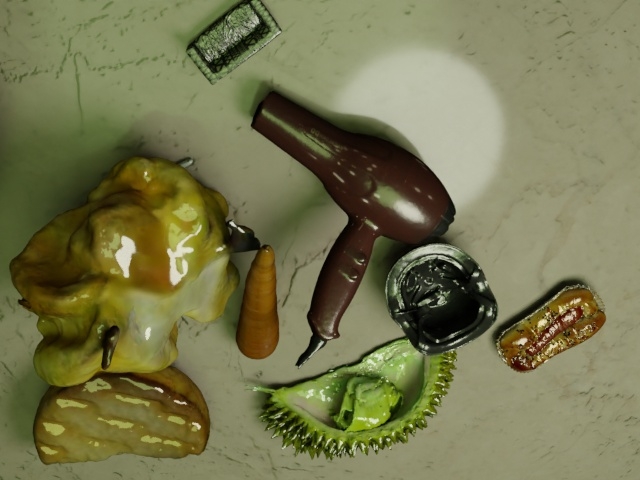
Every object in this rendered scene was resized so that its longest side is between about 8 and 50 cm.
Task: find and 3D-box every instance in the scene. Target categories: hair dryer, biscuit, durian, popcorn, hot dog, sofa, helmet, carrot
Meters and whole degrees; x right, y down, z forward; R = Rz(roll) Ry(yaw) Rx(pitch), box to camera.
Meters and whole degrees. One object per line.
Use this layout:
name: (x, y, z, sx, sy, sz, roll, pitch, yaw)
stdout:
hair dryer: (0.000, 0.000, 0.957, 0.312, 0.123, 0.340, 27, 78, -11)
biscuit: (-0.312, 0.273, 1.123, 0.274, 0.091, 0.213, 6, 117, -9)
durian: (0.069, 0.276, 1.187, 0.355, 0.157, 0.169, -17, 81, 0)
popcorn: (-0.253, 0.030, 0.937, 0.316, 0.281, 0.297, -11, 119, -47)
hot dog: (0.388, 0.151, 1.177, 0.191, 0.059, 0.108, -37, 110, 13)
sofa: (-0.114, -0.264, 0.917, 0.118, 0.039, 0.060, -35, 114, 9)
helmet: (0.181, 0.080, 1.090, 0.153, 0.107, 0.177, -28, 98, 9)
carrot: (-0.091, 0.097, 1.016, 0.069, 0.069, 0.336, -2, 146, -7)

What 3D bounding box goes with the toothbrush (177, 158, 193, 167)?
toothbrush: (-0.241, -0.087, 1.002, 0.131, 0.011, 0.013, -24, 137, 4)
